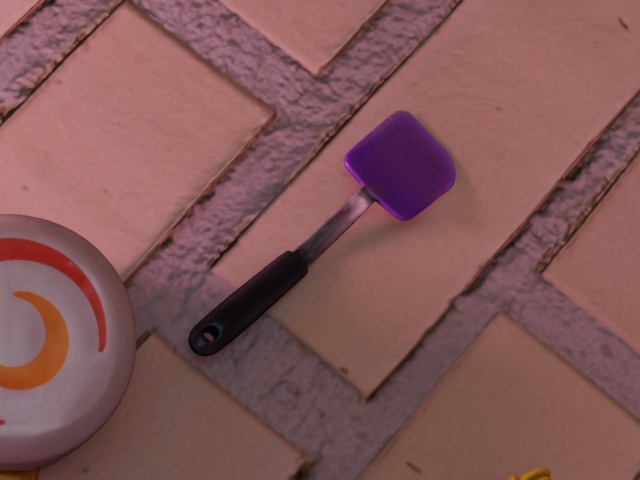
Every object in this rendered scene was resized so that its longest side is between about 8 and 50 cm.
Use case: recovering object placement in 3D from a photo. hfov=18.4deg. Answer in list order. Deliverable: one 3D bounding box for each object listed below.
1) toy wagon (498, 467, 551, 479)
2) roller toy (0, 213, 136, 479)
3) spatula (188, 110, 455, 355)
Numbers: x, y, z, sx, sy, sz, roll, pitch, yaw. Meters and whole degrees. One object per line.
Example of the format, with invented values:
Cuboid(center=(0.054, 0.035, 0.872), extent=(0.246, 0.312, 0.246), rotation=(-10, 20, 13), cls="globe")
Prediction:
Cuboid(center=(0.212, 0.347, 1.551), extent=(0.267, 0.068, 0.344), rotation=(-18, 73, -15), cls="toy wagon")
Cuboid(center=(-0.244, 0.087, 1.539), extent=(0.191, 0.146, 0.209), rotation=(-36, 88, -21), cls="roller toy")
Cuboid(center=(0.000, 0.000, 1.668), extent=(0.084, 0.030, 0.296), rotation=(45, 70, 7), cls="spatula")
